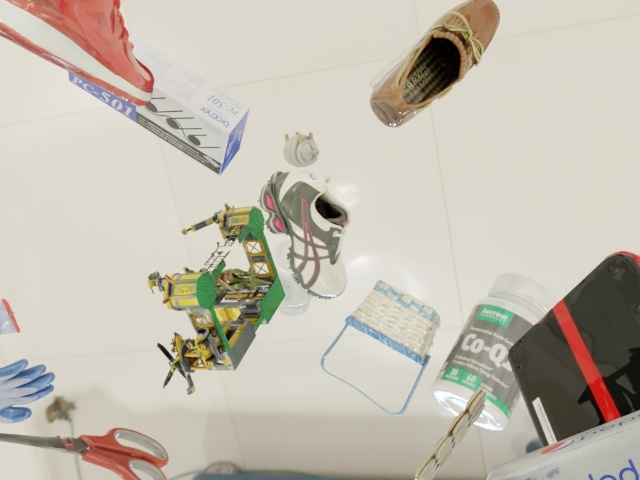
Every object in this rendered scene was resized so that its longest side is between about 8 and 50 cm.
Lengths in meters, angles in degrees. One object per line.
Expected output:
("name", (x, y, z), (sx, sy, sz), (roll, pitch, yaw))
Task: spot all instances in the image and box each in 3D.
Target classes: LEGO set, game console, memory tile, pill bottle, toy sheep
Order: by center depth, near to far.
("memory tile", (0.175, 0.267, 1.018), (0.012, 0.113, 0.148), (35, 77, 24))
("game console", (0.489, 0.237, 1.279), (0.060, 0.386, 0.342), (19, 126, -24))
("LEGO set", (-0.218, 0.092, 1.378), (0.192, 0.331, 0.254), (-4, 128, 24))
("toy sheep", (-0.047, -0.222, 1.866), (0.132, 0.091, 0.091), (16, 123, 56))
("pill bottle", (0.445, 0.273, 1.906), (0.204, 0.361, 0.204), (28, 158, 12))
("pill bottle", (-0.075, 0.110, 2.127), (0.131, 0.131, 0.229), (15, 142, 8))

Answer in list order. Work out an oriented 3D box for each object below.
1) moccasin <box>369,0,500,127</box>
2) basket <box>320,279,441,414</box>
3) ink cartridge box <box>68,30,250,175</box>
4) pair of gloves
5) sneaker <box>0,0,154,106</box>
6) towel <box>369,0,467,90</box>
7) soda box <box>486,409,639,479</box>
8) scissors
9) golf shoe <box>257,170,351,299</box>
("moccasin", (0.256, -0.386, 1.573), (0.139, 0.380, 0.147), (55, 155, -11))
("basket", (0.171, 0.272, 1.960), (0.255, 0.201, 0.289), (32, 82, 20))
("ink cartridge box", (-0.182, -0.162, 0.836), (0.207, 0.046, 0.097), (32, 154, 1))
("pair of gloves", (-0.412, 0.155, 0.895), (0.159, 0.023, 0.198), (-19, 127, -8))
("sneaker", (-0.181, -0.198, 0.646), (0.087, 0.221, 0.128), (28, 93, 9))
("towel", (0.258, -0.477, 1.869), (0.317, 0.332, 0.053), (-38, 99, 15))
("soda box", (0.348, 0.272, 0.897), (0.286, 0.091, 0.098), (-27, 79, 13))
("scissors", (-0.313, 0.259, 0.971), (0.297, 0.109, 0.021), (32, 107, -34))
("golf shoe", (0.000, 0.000, 1.268), (0.120, 0.105, 0.272), (-6, 133, 28))
